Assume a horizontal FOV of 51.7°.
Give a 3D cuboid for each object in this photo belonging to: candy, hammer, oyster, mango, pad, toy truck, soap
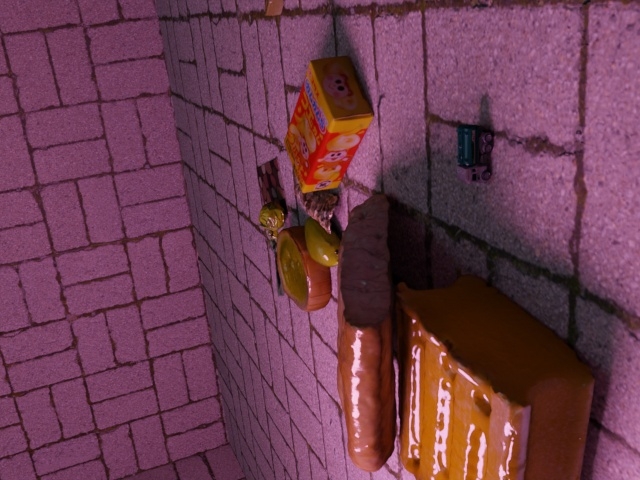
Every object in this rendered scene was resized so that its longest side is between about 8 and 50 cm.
[{"bbox_3d":[-0.122,0.022,1.803,0.077,0.073,0.262,153,113,-66],"label":"candy"},{"bbox_3d":[-0.136,-0.631,1.532,0.159,0.041,0.227,117,137,-64],"label":"hammer"},{"bbox_3d":[0.008,-0.223,1.324,0.276,0.087,0.146,121,134,-62],"label":"candy"},{"bbox_3d":[-0.009,-0.075,1.472,0.200,0.061,0.106,-168,88,-66],"label":"oyster"},{"bbox_3d":[0.000,0.000,1.506,0.165,0.074,0.091,-127,28,-50],"label":"mango"},{"bbox_3d":[-0.141,-0.148,1.910,0.235,0.003,0.158,177,81,-71],"label":"pad"},{"bbox_3d":[0.207,-0.118,0.904,0.039,0.044,0.083,-135,37,-62],"label":"toy truck"},{"bbox_3d":[0.223,0.253,0.932,0.293,0.156,0.335,-139,41,-56],"label":"soap"}]

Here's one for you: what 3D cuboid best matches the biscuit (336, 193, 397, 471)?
[{"bbox_3d":[0.078,0.165,1.153,0.429,0.103,0.447,-86,-6,-53],"label":"biscuit"}]

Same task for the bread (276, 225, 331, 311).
[{"bbox_3d":[-0.046,0.072,1.686,0.236,0.069,0.236,166,90,-70],"label":"bread"}]
